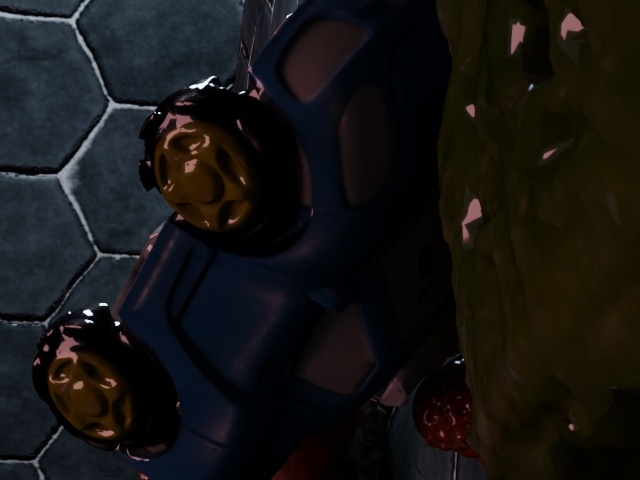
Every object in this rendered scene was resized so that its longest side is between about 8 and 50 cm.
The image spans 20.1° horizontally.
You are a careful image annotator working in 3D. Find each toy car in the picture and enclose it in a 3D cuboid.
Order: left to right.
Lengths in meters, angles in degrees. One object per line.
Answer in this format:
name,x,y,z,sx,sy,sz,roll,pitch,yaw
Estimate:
toy car,0.000,0.000,0.872,0.198,0.166,0.314,-48,-8,-49

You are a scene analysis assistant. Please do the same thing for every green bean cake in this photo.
green bean cake,0.120,-0.060,0.508,0.247,0.156,0.250,111,162,-66

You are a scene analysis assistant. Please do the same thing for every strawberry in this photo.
strawberry,0.088,0.080,0.890,0.073,0.083,0.073,177,90,-77

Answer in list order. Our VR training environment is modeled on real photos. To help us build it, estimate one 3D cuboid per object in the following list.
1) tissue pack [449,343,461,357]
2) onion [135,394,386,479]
tissue pack,0.093,-0.029,0.962,0.115,0.065,0.155,-101,19,-64
onion,-0.047,0.138,1.376,0.272,0.195,0.272,179,90,-89
